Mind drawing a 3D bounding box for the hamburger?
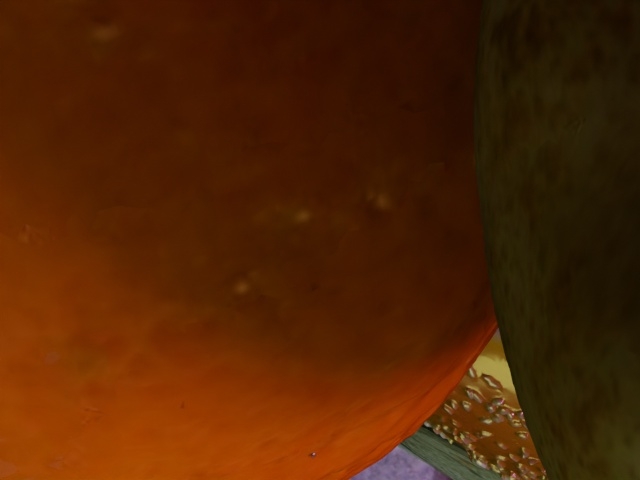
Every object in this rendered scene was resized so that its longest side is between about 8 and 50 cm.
[{"bbox_3d":[0.178,0.104,1.291,0.295,0.151,0.227,40,164,-29],"label":"hamburger"}]

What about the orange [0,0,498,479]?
[{"bbox_3d":[-0.124,-0.084,0.586,0.424,0.326,0.424,37,144,33],"label":"orange"}]

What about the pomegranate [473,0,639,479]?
[{"bbox_3d":[0.170,-0.011,0.378,0.319,0.319,0.319,31,170,6],"label":"pomegranate"}]
